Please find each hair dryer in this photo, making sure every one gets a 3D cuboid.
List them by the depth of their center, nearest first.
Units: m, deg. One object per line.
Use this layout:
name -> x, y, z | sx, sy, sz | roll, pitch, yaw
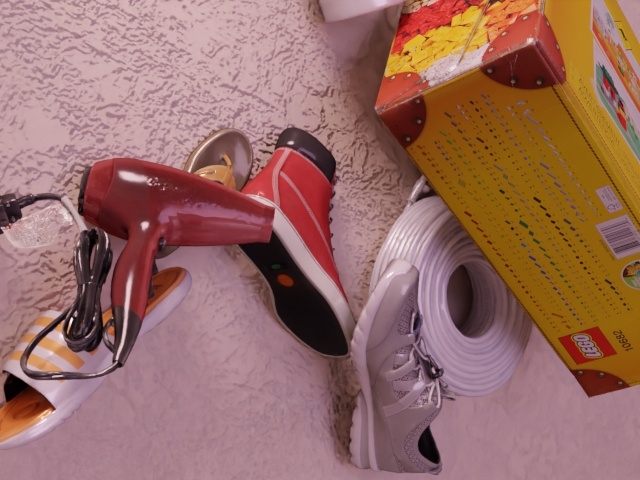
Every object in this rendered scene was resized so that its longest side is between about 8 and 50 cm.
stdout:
hair dryer -> -0.171, 0.016, 0.972 | 0.293, 0.080, 0.223 | -23, 63, -29

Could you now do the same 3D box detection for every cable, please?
cable -> 0.173, 0.070, 1.309 | 0.257, 0.089, 0.257 | 48, 60, -28

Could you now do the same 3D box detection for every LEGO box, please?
LEGO box -> 0.304, -0.117, 1.274 | 0.500, 0.193, 0.372 | 50, 35, -27

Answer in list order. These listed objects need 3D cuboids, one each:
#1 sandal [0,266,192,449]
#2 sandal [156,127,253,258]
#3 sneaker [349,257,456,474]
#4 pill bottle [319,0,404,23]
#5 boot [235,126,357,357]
sandal -> -0.230, 0.088, 0.975 | 0.265, 0.102, 0.076 | -48, 117, -39
sandal -> -0.124, -0.047, 1.089 | 0.180, 0.049, 0.072 | -49, 118, -30
sneaker -> 0.102, 0.146, 1.176 | 0.105, 0.115, 0.281 | -53, 149, -53
pill bottle -> 0.025, -0.360, 1.176 | 0.119, 0.119, 0.208 | -27, 106, -37
boot -> 0.000, 0.000, 1.177 | 0.244, 0.088, 0.176 | 61, 39, -32
